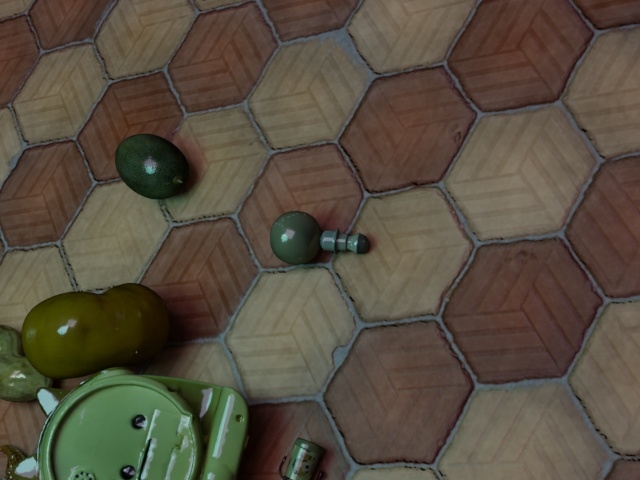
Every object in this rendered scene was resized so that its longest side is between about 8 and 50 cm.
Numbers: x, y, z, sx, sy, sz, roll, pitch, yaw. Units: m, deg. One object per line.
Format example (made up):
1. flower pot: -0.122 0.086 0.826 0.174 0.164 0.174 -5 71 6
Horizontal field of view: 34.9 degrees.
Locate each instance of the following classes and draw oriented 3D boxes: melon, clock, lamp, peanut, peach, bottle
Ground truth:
1. melon: -0.308 -0.136 1.878 0.167 0.114 0.114 26 83 34
2. clock: -0.299 0.339 1.594 0.349 0.117 0.286 14 74 -1
3. lamp: 0.000 0.000 1.696 0.163 0.091 0.091 6 72 12
4. peanut: -0.579 0.225 1.873 0.229 0.098 0.103 37 115 30
5. peach: -0.379 0.151 1.726 0.251 0.251 0.153 -4 96 25
6. bottle: -0.031 0.360 1.578 0.063 0.047 0.101 18 79 20

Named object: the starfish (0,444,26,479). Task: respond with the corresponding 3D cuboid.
1. starfish: -0.526 0.458 1.784 0.227 0.043 0.240 -38 56 7
